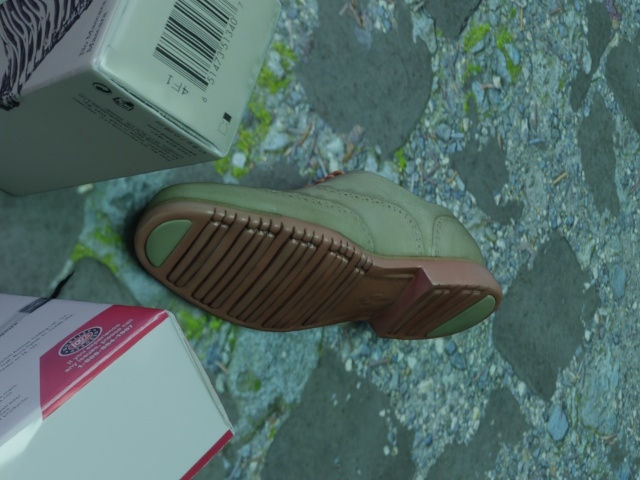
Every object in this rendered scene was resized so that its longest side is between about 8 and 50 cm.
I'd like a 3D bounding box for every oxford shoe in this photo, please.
[{"bbox_3d":[0.000,0.000,0.818,0.397,0.140,0.146,15,46,-37],"label":"oxford shoe"}]

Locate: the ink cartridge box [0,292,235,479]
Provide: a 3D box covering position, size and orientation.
[{"bbox_3d":[-0.200,0.121,0.518,0.172,0.237,0.100,-41,118,-37],"label":"ink cartridge box"}]

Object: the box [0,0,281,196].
[{"bbox_3d":[-0.156,-0.105,0.545,0.094,0.275,0.113,33,65,-37],"label":"box"}]
